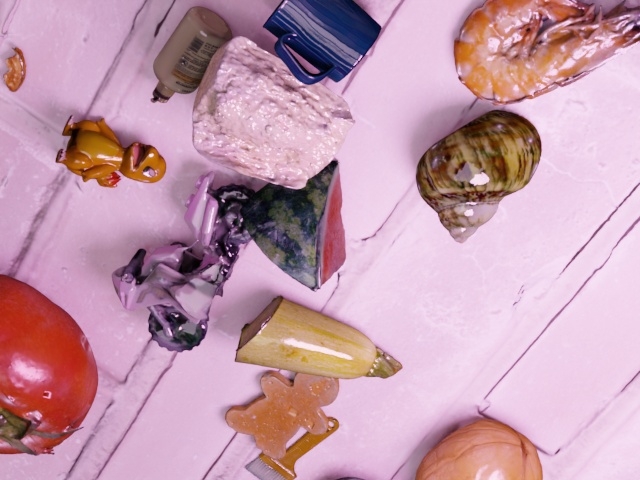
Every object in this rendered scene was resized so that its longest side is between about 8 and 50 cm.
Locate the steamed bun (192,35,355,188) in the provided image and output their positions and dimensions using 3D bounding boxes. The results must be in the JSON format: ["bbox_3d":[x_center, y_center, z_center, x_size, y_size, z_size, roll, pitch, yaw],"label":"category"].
[{"bbox_3d":[-0.079,-0.171,1.604,0.226,0.170,0.200,23,161,-16],"label":"steamed bun"}]

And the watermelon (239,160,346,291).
[{"bbox_3d":[0.001,-0.013,1.694,0.202,0.207,0.136,8,140,-40],"label":"watermelon"}]

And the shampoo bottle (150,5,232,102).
[{"bbox_3d":[-0.207,-0.275,1.658,0.079,0.079,0.162,37,119,-8],"label":"shampoo bottle"}]

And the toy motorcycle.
[{"bbox_3d":[-0.228,0.030,1.791,0.188,0.143,0.327,28,112,-3],"label":"toy motorcycle"}]

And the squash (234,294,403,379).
[{"bbox_3d":[0.006,0.171,1.831,0.288,0.137,0.137,12,119,-1],"label":"squash"}]

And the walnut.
[{"bbox_3d":[0.271,0.411,1.859,0.226,0.193,0.193,-37,105,25],"label":"walnut"}]

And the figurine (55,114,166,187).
[{"bbox_3d":[-0.340,-0.125,1.770,0.176,0.121,0.122,11,148,-5],"label":"figurine"}]

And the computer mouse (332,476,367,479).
[{"bbox_3d":[0.041,0.579,2.036,0.203,0.114,0.373,27,112,1],"label":"computer mouse"}]

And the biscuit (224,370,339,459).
[{"bbox_3d":[-0.055,0.299,1.953,0.153,0.030,0.234,40,118,-8],"label":"biscuit"}]

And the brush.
[{"bbox_3d":[-0.044,0.390,2.013,0.082,0.010,0.218,41,117,-10],"label":"brush"}]

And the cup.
[{"bbox_3d":[-0.005,-0.298,1.574,0.138,0.113,0.150,38,86,-10],"label":"cup"}]

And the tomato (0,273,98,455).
[{"bbox_3d":[-0.551,0.209,1.884,0.342,0.272,0.341,-1,144,0],"label":"tomato"}]

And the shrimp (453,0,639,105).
[{"bbox_3d":[0.336,-0.300,1.539,0.317,0.062,0.164,-18,109,23],"label":"shrimp"}]

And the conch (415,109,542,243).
[{"bbox_3d":[0.238,-0.094,1.633,0.188,0.124,0.181,6,122,0],"label":"conch"}]

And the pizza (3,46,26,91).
[{"bbox_3d":[-0.495,-0.276,1.757,0.037,0.016,0.083,18,123,1],"label":"pizza"}]
